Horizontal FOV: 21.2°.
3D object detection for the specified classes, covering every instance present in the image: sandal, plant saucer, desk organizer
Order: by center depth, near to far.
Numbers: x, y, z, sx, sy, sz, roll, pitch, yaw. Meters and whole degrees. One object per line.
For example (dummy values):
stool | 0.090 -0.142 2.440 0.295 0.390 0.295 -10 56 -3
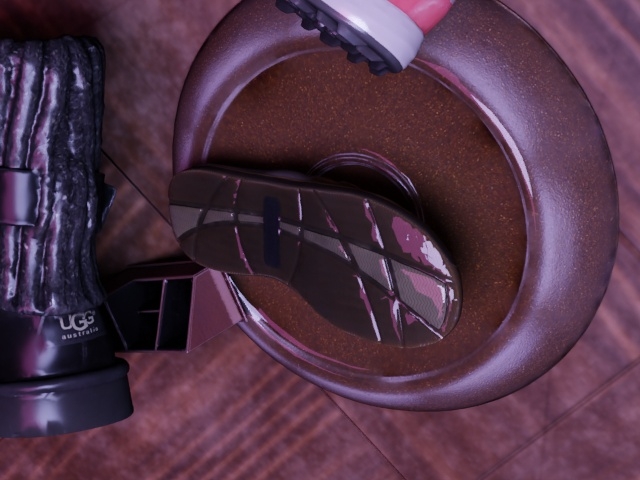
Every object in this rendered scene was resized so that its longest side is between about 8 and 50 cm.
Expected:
sandal | 0.000 0.000 1.052 0.219 0.060 0.090 15 112 36
plant saucer | 0.033 -0.021 1.085 0.310 0.050 0.311 10 117 22
desk organizer | -0.110 0.046 1.151 0.130 0.050 0.047 -5 111 56

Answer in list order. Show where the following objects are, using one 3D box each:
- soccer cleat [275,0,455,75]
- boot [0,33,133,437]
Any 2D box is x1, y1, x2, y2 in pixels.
soccer cleat | -0.043 -0.226 1.013 0.318 0.108 0.116 38 89 20
boot | -0.250 -0.011 1.173 0.348 0.131 0.260 -1 99 45
